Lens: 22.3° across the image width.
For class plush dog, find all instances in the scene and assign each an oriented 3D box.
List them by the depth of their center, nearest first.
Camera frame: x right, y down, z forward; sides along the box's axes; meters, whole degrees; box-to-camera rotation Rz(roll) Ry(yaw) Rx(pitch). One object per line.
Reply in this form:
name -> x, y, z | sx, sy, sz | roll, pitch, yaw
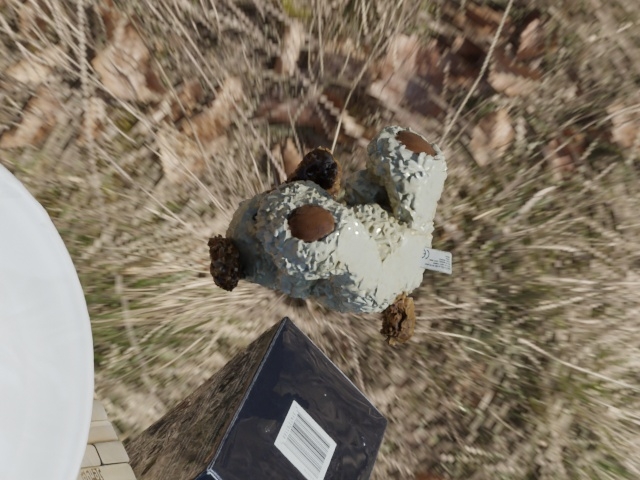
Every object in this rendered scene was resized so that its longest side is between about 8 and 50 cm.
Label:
plush dog -> 0.000, 0.000, 1.801 | 0.262, 0.225, 0.211 | -39, 130, -38

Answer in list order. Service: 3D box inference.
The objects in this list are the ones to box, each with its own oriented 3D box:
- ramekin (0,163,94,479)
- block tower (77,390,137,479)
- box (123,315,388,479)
ramekin -> -0.257, 0.074, 0.800 | 0.273, 0.127, 0.273 | -1, 91, -44
block tower -> -0.244, 0.059, 1.118 | 0.091, 0.097, 0.335 | -37, 69, 26
box -> -0.120, 0.297, 1.726 | 0.312, 0.343, 0.179 | -39, 100, 25
